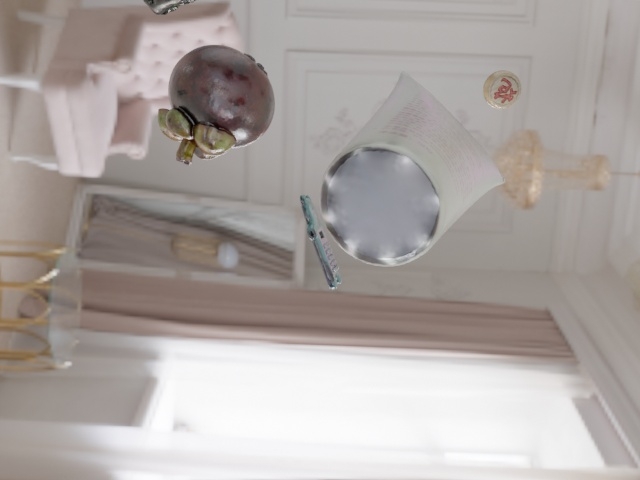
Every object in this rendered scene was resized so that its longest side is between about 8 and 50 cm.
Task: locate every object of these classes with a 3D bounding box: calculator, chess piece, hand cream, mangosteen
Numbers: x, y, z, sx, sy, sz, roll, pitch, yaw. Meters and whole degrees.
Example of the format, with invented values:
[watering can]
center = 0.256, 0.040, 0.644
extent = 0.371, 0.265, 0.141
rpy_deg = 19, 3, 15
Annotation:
[calculator]
center = 0.000, 0.000, 1.293
extent = 0.094, 0.019, 0.141
rpy_deg = -36, 105, -80
[chess piece]
center = 0.393, -0.326, 1.947
extent = 0.038, 0.084, 0.083
rpy_deg = -115, -154, -69
[hand cream]
center = 0.105, -0.084, 0.961
extent = 0.118, 0.185, 0.359
rpy_deg = -45, 179, 27
[mangosteen]
center = -0.166, -0.206, 1.394
extent = 0.200, 0.200, 0.199
rpy_deg = -178, -90, -89

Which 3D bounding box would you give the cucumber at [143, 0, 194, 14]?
[cucumber]
center = -0.124, -0.296, 0.994
extent = 0.058, 0.187, 0.058
rpy_deg = 6, 82, -51
